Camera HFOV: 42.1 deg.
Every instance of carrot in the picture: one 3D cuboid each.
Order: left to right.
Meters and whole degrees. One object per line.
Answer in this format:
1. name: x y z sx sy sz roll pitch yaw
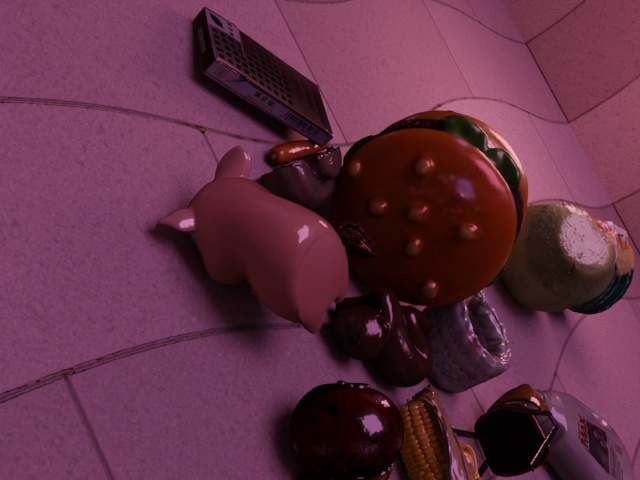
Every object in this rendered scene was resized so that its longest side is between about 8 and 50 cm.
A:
1. carrot: -0.039 -0.189 1.723 0.043 0.043 0.248 61 29 1

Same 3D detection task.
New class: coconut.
1. coconut: 0.625 0.044 2.251 0.328 0.328 0.281 35 68 -35

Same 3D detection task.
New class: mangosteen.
1. mangosteen: 0.039 0.320 1.304 0.200 0.200 0.199 35 39 -35

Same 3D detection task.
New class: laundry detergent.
1. laundry detergent: 0.598 0.467 2.013 0.398 0.125 0.264 42 37 -23

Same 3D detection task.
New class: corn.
1. corn: 0.221 0.414 1.510 0.123 0.122 0.305 7 57 -54

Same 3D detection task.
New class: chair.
1. chair: 0.388 0.401 1.727 0.247 0.159 0.172 3 60 -53

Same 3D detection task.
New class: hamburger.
1. hamburger: 0.227 -0.060 1.660 0.395 0.396 0.277 56 30 -7

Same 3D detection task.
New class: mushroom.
1. mushroom: -0.028 -0.111 1.587 0.188 0.141 0.117 -38 118 -56

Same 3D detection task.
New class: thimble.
1. thimble: 0.300 0.206 1.775 0.185 0.149 0.210 29 42 -37
2. thimble: 0.782 0.070 2.446 0.167 0.288 0.254 19 20 -45

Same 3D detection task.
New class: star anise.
1. star anise: 0.002 0.006 1.484 0.213 0.111 0.196 -4 35 -39

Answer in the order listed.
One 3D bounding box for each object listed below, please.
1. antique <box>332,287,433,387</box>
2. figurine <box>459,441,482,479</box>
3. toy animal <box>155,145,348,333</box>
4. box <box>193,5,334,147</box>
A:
1. antique: 0.120 0.188 1.567 0.257 0.121 0.143 37 46 -44
2. figurine: 0.289 0.479 1.590 0.083 0.083 0.187 11 47 -51
3. toy animal: -0.089 0.005 1.337 0.195 0.256 0.212 -54 154 -30
4. box: -0.113 -0.327 1.689 0.325 0.047 0.180 29 33 -39
